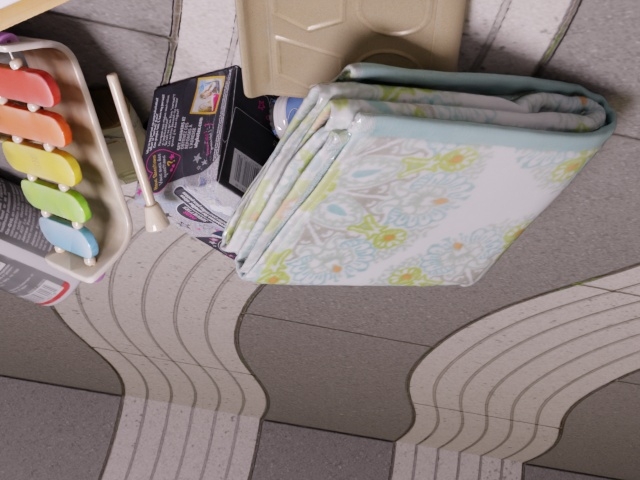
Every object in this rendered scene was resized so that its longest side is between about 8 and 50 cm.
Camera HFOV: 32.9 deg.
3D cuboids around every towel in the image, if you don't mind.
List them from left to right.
[{"bbox_3d":[0.105,-0.061,1.227,0.374,0.090,0.320,2,146,-28],"label":"towel"}]

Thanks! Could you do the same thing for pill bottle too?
[{"bbox_3d":[-0.506,-0.016,1.668,0.161,0.161,0.283,-11,152,39],"label":"pill bottle"}]

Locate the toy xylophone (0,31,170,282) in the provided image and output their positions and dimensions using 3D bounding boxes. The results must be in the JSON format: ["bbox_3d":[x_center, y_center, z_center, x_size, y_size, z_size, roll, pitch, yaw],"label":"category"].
[{"bbox_3d":[-0.294,-0.104,1.249,0.236,0.081,0.323,7,124,50],"label":"toy xylophone"}]

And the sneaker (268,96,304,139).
[{"bbox_3d":[0.037,-0.119,1.325,0.211,0.080,0.081,24,155,-37],"label":"sneaker"}]

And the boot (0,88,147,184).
[{"bbox_3d":[-0.318,-0.131,1.427,0.213,0.077,0.165,-2,159,16],"label":"boot"}]

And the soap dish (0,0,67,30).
[{"bbox_3d":[-0.258,-0.282,0.833,0.290,0.229,0.118,-10,-164,40],"label":"soap dish"}]

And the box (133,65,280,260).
[{"bbox_3d":[-0.094,-0.077,1.360,0.142,0.163,0.247,-10,152,35],"label":"box"}]

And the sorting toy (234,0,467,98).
[{"bbox_3d":[0.031,-0.191,1.155,0.229,0.041,0.307,3,149,2],"label":"sorting toy"}]
